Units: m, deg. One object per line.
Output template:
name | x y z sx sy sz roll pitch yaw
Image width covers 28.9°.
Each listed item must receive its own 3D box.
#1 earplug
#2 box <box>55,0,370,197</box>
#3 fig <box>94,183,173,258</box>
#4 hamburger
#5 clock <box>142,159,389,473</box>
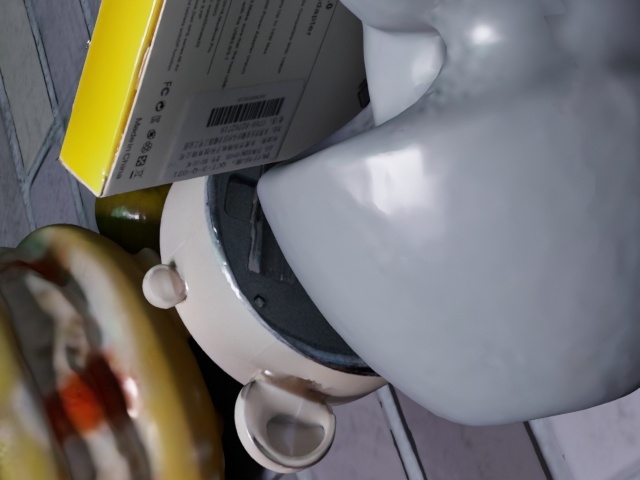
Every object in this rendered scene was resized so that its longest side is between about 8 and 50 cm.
earplug | 0.091 -0.078 0.447 0.175 0.214 0.325 42 130 31
box | 0.005 -0.095 0.526 0.033 0.247 0.129 38 121 27
fig | -0.119 -0.010 0.865 0.074 0.074 0.088 46 143 47
hamburger | -0.158 0.136 0.803 0.303 0.186 0.261 56 145 34
clock | 0.000 0.000 0.607 0.063 0.155 0.229 -38 35 48
